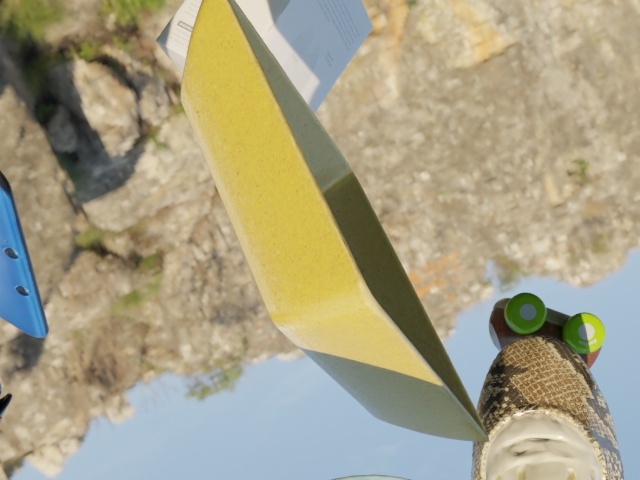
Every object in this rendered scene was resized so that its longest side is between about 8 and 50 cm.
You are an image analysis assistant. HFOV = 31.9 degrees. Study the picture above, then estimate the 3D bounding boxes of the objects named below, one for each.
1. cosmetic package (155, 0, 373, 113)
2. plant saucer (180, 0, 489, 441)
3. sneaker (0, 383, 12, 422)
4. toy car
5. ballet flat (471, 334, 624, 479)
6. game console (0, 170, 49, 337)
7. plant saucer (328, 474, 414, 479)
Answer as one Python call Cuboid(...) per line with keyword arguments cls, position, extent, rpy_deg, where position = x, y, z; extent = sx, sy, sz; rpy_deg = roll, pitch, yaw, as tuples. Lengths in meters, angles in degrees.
Cuboid(cls="cosmetic package", position=(-0.065, -0.272, 1.468), extent=(0.225, 0.138, 0.224), rpy_deg=(-55, 156, -8))
Cuboid(cls="plant saucer", position=(0.000, 0.000, 0.929), extent=(0.081, 0.333, 0.333), rpy_deg=(-29, 147, 6))
Cuboid(cls="sneaker", position=(-0.381, 0.211, 1.152), extent=(0.321, 0.124, 0.180), rpy_deg=(-2, -127, 50))
Cuboid(cls="toy car", position=(0.273, 0.179, 1.453), extent=(0.149, 0.188, 0.155), rpy_deg=(19, 171, 5))
Cuboid(cls="ballet flat", position=(0.229, 0.338, 1.148), extent=(0.164, 0.483, 0.182), rpy_deg=(1, 174, 13))
Cuboid(cls="game console", position=(-0.320, -0.086, 0.967), extent=(0.173, 0.250, 0.293), rpy_deg=(3, 150, -6))
Cuboid(cls="plant saucer", position=(0.022, 0.302, 0.668), extent=(0.317, 0.318, 0.043), rpy_deg=(-32, -172, -36))
